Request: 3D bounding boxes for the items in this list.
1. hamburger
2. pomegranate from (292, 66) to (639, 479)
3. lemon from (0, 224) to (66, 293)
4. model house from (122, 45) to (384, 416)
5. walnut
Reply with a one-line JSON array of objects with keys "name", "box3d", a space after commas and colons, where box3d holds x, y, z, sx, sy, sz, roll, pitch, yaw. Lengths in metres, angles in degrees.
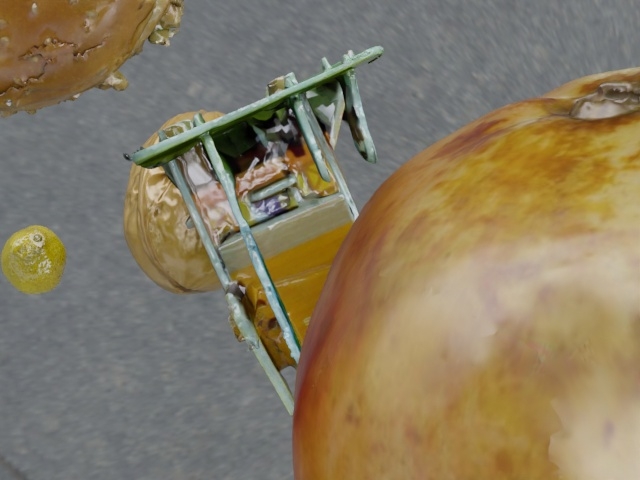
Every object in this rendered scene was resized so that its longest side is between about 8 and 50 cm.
[{"name": "hamburger", "box3d": [-0.203, -0.202, 1.126, 0.260, 0.211, 0.245, -42, 100, 18]}, {"name": "pomegranate", "box3d": [0.119, 0.080, 0.531, 0.229, 0.252, 0.270, -2, 117, 34]}, {"name": "lemon", "box3d": [-0.280, 0.021, 1.651, 0.065, 0.092, 0.065, 3, 61, -6]}, {"name": "model house", "box3d": [0.000, 0.000, 1.530, 0.242, 0.358, 0.312, -27, 95, -2]}, {"name": "walnut", "box3d": [-0.132, -0.042, 1.794, 0.159, 0.159, 0.206, 1, 72, 12]}]
